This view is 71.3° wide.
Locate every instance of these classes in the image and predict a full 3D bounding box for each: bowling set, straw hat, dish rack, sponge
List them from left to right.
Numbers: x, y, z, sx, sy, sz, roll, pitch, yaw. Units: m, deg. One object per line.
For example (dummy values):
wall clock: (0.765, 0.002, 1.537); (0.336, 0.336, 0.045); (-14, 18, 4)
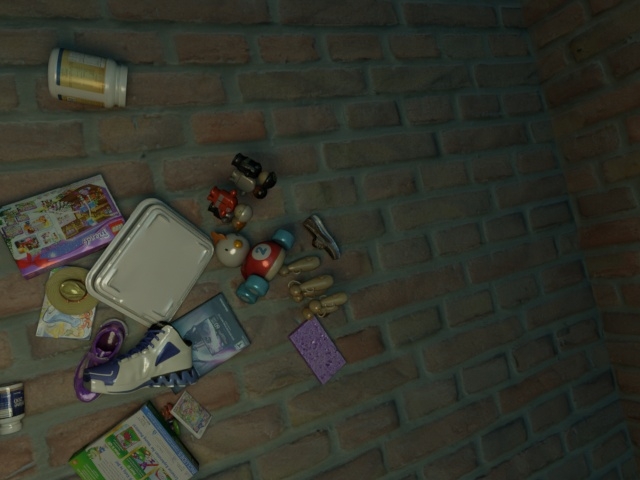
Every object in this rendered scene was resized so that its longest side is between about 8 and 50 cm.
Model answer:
straw hat: (-0.683, 0.138, 1.232); (0.144, 0.061, 0.145); (4, 79, -24)
dish rack: (-0.480, 0.074, 1.322); (0.285, 0.072, 0.333); (43, 68, -35)
bowling set: (-0.029, 0.204, 1.500); (0.154, 0.287, 0.200); (-14, 122, -19)
sponge: (-0.012, 0.380, 1.556); (0.117, 0.031, 0.210); (-37, 99, -24)

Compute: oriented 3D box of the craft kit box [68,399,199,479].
craft kit box: (-0.515, 0.624, 1.249); (0.246, 0.061, 0.250); (-35, 98, -11)

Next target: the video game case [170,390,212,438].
video game case: (-0.388, 0.524, 1.347); (0.122, 0.011, 0.087); (49, 24, -11)

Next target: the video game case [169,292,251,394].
video game case: (-0.382, 0.319, 1.402); (0.274, 0.026, 0.196); (-32, 96, -25)

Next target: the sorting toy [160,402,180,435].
sorting toy: (-0.449, 0.536, 1.321); (0.042, 0.061, 0.102); (-17, 67, -25)

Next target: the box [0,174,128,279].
box: (-0.722, -0.043, 1.262); (0.293, 0.057, 0.201); (-27, 85, -27)

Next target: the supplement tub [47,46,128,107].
supplement tub: (-0.679, -0.473, 1.315); (0.199, 0.144, 0.145); (5, 81, -24)

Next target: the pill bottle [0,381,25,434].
pill bottle: (-0.813, 0.437, 1.167); (0.067, 0.067, 0.120); (-5, 85, -25)

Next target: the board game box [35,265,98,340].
board game box: (-0.707, 0.177, 1.269); (0.136, 0.035, 0.201); (11, 78, -23)

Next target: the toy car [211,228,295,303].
toy car: (-0.244, 0.040, 1.409); (0.237, 0.210, 0.219); (33, 61, -11)

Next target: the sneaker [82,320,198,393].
sneaker: (-0.491, 0.319, 1.248); (0.315, 0.127, 0.183); (8, 78, -44)

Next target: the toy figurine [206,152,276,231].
toy figurine: (-0.250, -0.146, 1.425); (0.148, 0.209, 0.213); (32, 70, -5)

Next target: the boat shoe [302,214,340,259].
boat shoe: (0.000, 0.000, 1.603); (0.066, 0.066, 0.183); (-33, 87, -20)

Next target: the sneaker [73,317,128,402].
sneaker: (-0.618, 0.335, 1.250); (0.095, 0.104, 0.237); (24, 75, -21)
